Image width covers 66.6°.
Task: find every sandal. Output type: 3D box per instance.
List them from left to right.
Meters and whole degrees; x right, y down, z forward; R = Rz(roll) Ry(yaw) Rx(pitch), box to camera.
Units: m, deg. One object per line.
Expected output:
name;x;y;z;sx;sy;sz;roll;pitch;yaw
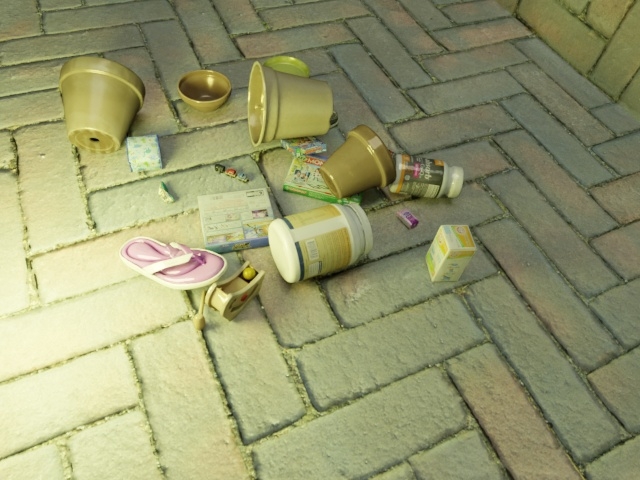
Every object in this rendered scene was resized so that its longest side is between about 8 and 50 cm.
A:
sandal;-0.507;0.059;1.606;0.416;0.102;0.169;9;51;21

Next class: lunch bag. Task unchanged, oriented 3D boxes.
lunch bag;-0.706;-0.356;1.950;0.129;0.096;0.151;-9;66;-16

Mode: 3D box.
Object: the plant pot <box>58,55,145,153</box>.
plant pot;-0.878;-0.514;1.940;0.323;0.323;0.280;1;69;-7

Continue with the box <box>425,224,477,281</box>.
box;0.464;0.047;1.749;0.103;0.203;0.114;-1;54;-9

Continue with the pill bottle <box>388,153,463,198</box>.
pill bottle;0.430;-0.258;2.001;0.279;0.162;0.162;7;53;-2

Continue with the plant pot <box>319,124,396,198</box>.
plant pot;0.128;-0.280;1.888;0.229;0.263;0.263;-33;63;-7

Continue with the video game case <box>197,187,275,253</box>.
video game case;-0.308;-0.076;1.819;0.270;0.061;0.244;-9;54;-14

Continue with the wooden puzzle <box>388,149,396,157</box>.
wooden puzzle;0.296;-0.389;2.176;0.083;0.006;0.049;32;56;15

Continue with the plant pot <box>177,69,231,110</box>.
plant pot;-0.519;-0.654;2.193;0.237;0.109;0.237;4;52;-6

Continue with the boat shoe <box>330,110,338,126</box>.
boat shoe;-0.064;-0.574;2.209;0.305;0.091;0.109;2;54;-7

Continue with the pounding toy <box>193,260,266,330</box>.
pounding toy;-0.319;0.159;1.584;0.155;0.154;0.269;33;55;16

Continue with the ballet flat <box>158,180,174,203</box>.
ballet flat;-0.601;-0.182;1.874;0.041;0.041;0.114;-25;59;-24

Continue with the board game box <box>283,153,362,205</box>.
board game box;0.027;-0.254;2.012;0.317;0.046;0.213;14;53;3

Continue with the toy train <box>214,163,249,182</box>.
toy train;-0.359;-0.275;1.976;0.158;0.036;0.027;23;54;9

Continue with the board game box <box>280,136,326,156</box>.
board game box;-0.074;-0.405;2.060;0.136;0.035;0.201;-13;28;-17

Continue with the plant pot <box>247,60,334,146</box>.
plant pot;-0.121;-0.555;2.019;0.306;0.334;0.333;-3;54;-19

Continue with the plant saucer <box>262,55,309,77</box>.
plant saucer;-0.174;-0.832;2.421;0.241;0.037;0.241;3;53;-5

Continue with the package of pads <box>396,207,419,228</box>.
package of pads;0.347;-0.088;1.942;0.050;0.032;0.083;-29;62;-23

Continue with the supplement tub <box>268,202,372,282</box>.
supplement tub;0.000;0.000;1.703;0.316;0.228;0.228;-16;57;-19
